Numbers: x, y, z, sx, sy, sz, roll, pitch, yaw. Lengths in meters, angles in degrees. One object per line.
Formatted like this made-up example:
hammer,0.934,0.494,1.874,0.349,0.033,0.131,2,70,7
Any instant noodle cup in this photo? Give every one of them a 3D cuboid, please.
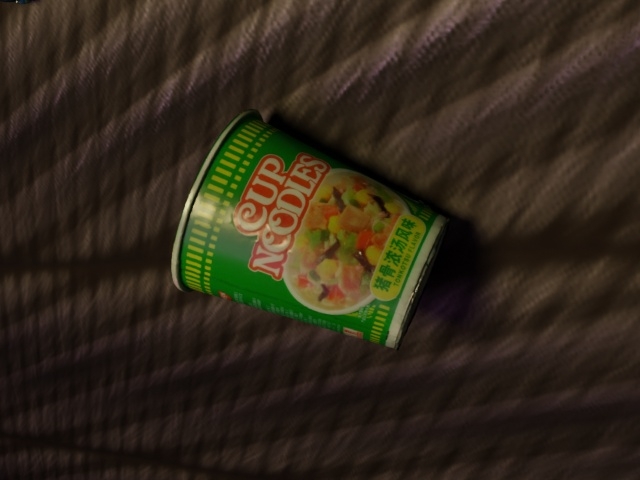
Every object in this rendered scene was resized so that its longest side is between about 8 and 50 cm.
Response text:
instant noodle cup,0.000,0.000,0.972,0.233,0.207,0.207,21,138,10

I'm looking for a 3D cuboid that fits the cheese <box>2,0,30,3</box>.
cheese,-0.329,-0.341,0.947,0.217,0.129,0.329,49,159,-2
